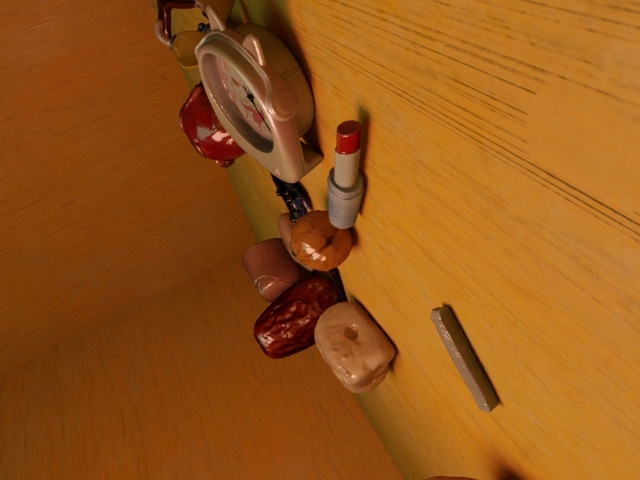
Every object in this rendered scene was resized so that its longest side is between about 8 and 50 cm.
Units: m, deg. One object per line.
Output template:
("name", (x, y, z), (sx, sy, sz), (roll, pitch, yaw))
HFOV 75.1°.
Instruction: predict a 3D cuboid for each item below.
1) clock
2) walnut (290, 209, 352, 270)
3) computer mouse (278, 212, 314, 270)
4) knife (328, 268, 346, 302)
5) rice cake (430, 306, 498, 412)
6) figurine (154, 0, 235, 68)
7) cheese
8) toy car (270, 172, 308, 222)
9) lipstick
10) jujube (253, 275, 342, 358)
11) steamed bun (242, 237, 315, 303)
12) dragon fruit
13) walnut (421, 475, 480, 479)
("clock", (-0.119, -0.280, 0.802), (0.265, 0.108, 0.324), (43, 162, 23))
("walnut", (0.000, 0.000, 0.959), (0.144, 0.144, 0.180), (61, 173, 4))
("computer mouse", (-0.085, 0.002, 1.461), (0.236, 0.081, 0.145), (54, 165, 38))
("knife", (0.064, 0.160, 1.338), (0.060, 0.028, 0.231), (-113, 1, -50))
("rice cake", (0.228, 0.189, 0.666), (0.180, 0.030, 0.042), (62, 163, 0))
("figurine", (-0.285, -0.468, 1.014), (0.283, 0.205, 0.338), (35, 177, 7))
("cheese", (0.092, 0.310, 1.199), (0.248, 0.173, 0.251), (52, 170, 36))
("toy car", (-0.090, -0.142, 1.204), (0.103, 0.063, 0.216), (78, 166, -52))
("lipstick", (0.043, -0.107, 0.712), (0.068, 0.061, 0.274), (59, 169, 22))
("jujube", (-0.071, 0.259, 1.406), (0.223, 0.318, 0.223), (48, 158, 26))
("steamed bun", (-0.126, 0.115, 1.590), (0.301, 0.199, 0.252), (24, -155, -54))
("dragon fruit", (-0.298, -0.350, 1.250), (0.315, 0.250, 0.250), (38, 159, 23))
("walnut", (0.246, 0.601, 0.698), (0.384, 0.383, 0.384), (58, 167, 21))
